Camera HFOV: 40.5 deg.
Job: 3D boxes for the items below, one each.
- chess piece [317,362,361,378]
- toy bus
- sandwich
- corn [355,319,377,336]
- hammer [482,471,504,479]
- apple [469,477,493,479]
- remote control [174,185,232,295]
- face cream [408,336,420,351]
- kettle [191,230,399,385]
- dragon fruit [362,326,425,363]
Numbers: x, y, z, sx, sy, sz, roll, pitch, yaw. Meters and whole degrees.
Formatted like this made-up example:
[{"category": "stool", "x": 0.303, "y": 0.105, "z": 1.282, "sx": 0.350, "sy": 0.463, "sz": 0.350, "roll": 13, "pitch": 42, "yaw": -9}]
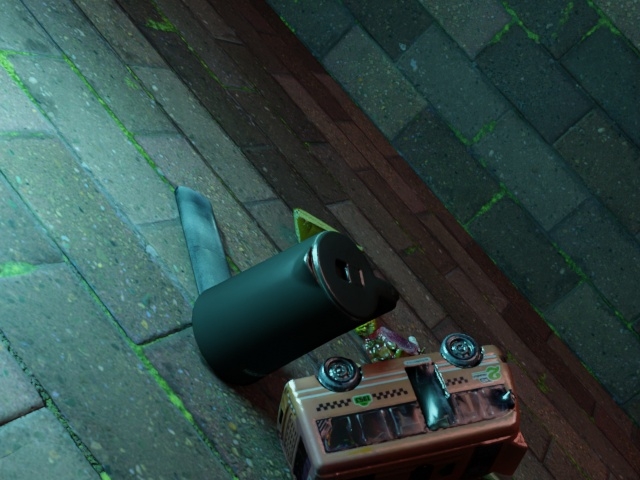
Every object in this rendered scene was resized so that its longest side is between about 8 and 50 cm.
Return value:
[{"category": "chess piece", "x": 0.156, "y": 0.358, "z": 1.944, "sx": 0.397, "sy": 0.117, "sz": 0.117, "roll": 26, "pitch": 29, "yaw": -47}, {"category": "toy bus", "x": 0.149, "y": 0.332, "z": 1.562, "sx": 0.426, "sy": 0.203, "sz": 0.233, "roll": -7, "pitch": 49, "yaw": -17}, {"category": "sandwich", "x": 0.000, "y": 0.000, "z": 2.337, "sx": 0.244, "sy": 0.088, "sz": 0.090, "roll": 29, "pitch": 18, "yaw": -31}, {"category": "corn", "x": 0.104, "y": 0.170, "z": 2.242, "sx": 0.068, "sy": 0.068, "sz": 0.207, "roll": 35, "pitch": 22, "yaw": -30}, {"category": "hammer", "x": 0.469, "y": 0.637, "z": 2.136, "sx": 0.440, "sy": 0.044, "sz": 0.168, "roll": 47, "pitch": 19, "yaw": 1}, {"category": "apple", "x": 0.294, "y": 0.584, "z": 1.575, "sx": 0.286, "sy": 0.286, "sz": 0.233, "roll": 51, "pitch": 34, "yaw": 11}, {"category": "remote control", "x": -0.244, "y": 0.025, "z": 1.860, "sx": 0.107, "sy": 0.044, "sz": 0.378, "roll": 25, "pitch": 29, "yaw": -37}, {"category": "face cream", "x": 0.264, "y": 0.310, "z": 2.368, "sx": 0.038, "sy": 0.020, "sz": 0.115, "roll": 34, "pitch": 27, "yaw": -33}, {"category": "kettle", "x": -0.042, "y": 0.142, "z": 1.616, "sx": 0.262, "sy": 0.308, "sz": 0.203, "roll": 46, "pitch": 33, "yaw": -24}, {"category": "dragon fruit", "x": 0.181, "y": 0.288, "z": 2.139, "sx": 0.147, "sy": 0.102, "sz": 0.096, "roll": 31, "pitch": 17, "yaw": -14}]
